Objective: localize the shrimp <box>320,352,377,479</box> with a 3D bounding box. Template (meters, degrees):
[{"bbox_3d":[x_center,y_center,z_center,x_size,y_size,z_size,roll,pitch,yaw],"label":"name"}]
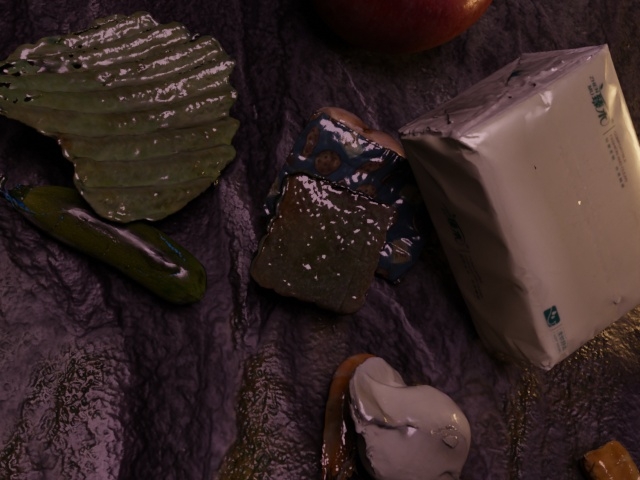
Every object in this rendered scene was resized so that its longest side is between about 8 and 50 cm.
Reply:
[{"bbox_3d":[0.060,0.269,1.087,0.133,0.053,0.236,32,53,-24],"label":"shrimp"}]

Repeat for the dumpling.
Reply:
[{"bbox_3d":[0.116,0.241,1.036,0.247,0.142,0.172,49,17,-33],"label":"dumpling"}]

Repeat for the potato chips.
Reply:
[{"bbox_3d":[-0.296,-0.211,1.173,0.373,0.097,0.389,39,47,5],"label":"potato chips"}]

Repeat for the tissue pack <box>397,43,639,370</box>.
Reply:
[{"bbox_3d":[0.317,-0.054,1.135,0.297,0.207,0.381,-33,109,-19],"label":"tissue pack"}]

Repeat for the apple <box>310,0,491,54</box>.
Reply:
[{"bbox_3d":[0.133,-0.479,1.381,0.344,0.269,0.345,2,83,-14],"label":"apple"}]

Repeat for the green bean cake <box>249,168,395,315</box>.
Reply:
[{"bbox_3d":[0.000,0.000,1.141,0.173,0.094,0.182,19,94,-5],"label":"green bean cake"}]

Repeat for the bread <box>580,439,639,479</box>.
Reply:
[{"bbox_3d":[0.436,0.363,1.137,0.074,0.053,0.132,-14,70,-22],"label":"bread"}]

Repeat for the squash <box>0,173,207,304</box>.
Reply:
[{"bbox_3d":[-0.304,-0.009,1.097,0.331,0.087,0.087,27,59,0],"label":"squash"}]

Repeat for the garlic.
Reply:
[{"bbox_3d":[0.055,-0.150,1.277,0.174,0.099,0.124,26,47,-4],"label":"garlic"}]

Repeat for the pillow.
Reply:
[{"bbox_3d":[0.058,-0.063,1.197,0.255,0.034,0.189,27,95,-7],"label":"pillow"}]
